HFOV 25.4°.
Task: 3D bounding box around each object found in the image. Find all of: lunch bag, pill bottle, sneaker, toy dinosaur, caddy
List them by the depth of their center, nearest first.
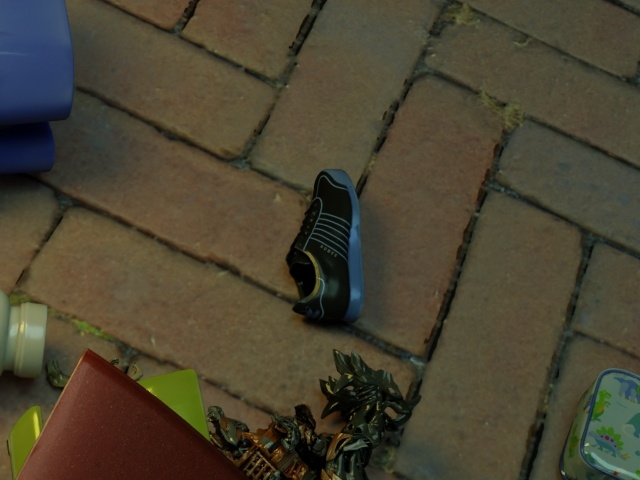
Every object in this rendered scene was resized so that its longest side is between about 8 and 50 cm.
[{"bbox_3d":[-0.425,0.107,1.640,0.208,0.117,0.117,7,55,-14],"label":"pill bottle"},{"bbox_3d":[-0.254,0.181,1.659,0.092,0.053,0.183,-21,26,-33],"label":"toy dinosaur"},{"bbox_3d":[0.016,0.266,1.682,0.322,0.164,0.218,32,65,-19],"label":"toy dinosaur"},{"bbox_3d":[-0.432,-0.237,1.802,0.179,0.241,0.341,-1,56,-23],"label":"caddy"},{"bbox_3d":[0.427,0.272,1.813,0.219,0.090,0.176,24,54,0],"label":"lunch bag"},{"bbox_3d":[0.000,0.000,1.872,0.090,0.081,0.232,8,55,-21],"label":"sneaker"}]

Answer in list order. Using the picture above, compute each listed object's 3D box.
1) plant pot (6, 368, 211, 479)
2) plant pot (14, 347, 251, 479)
[{"bbox_3d":[-0.221,0.293,1.516,0.207,0.227,0.228,-7,60,-14],"label":"plant pot"},{"bbox_3d":[-0.182,0.291,1.270,0.235,0.267,0.267,29,67,-7],"label":"plant pot"}]
